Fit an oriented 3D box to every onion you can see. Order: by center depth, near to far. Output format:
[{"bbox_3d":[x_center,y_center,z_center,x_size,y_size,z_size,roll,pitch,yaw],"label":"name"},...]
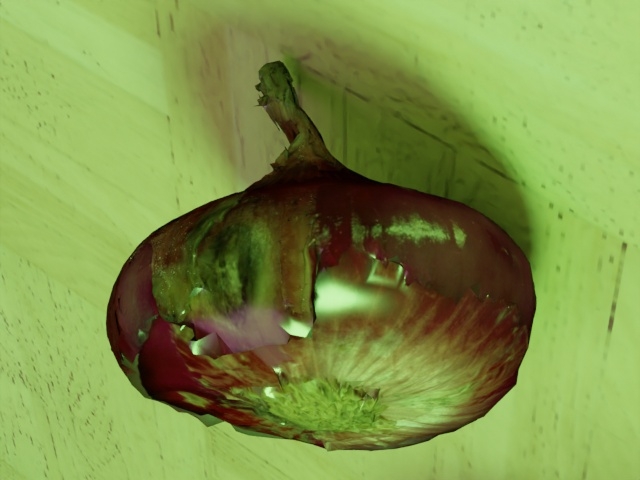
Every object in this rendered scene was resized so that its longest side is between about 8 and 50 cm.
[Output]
[{"bbox_3d":[0.000,0.000,0.628,0.150,0.140,0.150,-2,156,-1],"label":"onion"}]
